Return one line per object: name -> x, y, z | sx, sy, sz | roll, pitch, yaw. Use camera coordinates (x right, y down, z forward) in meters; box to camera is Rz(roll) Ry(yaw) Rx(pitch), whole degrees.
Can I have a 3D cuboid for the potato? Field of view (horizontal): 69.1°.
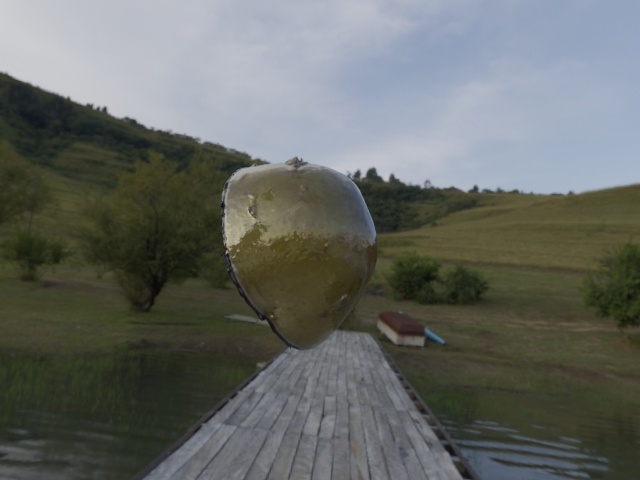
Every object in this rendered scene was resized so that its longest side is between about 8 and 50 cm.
potato -> 0.000, 0.000, 0.481 | 0.117, 0.202, 0.182 | -20, -25, 24
